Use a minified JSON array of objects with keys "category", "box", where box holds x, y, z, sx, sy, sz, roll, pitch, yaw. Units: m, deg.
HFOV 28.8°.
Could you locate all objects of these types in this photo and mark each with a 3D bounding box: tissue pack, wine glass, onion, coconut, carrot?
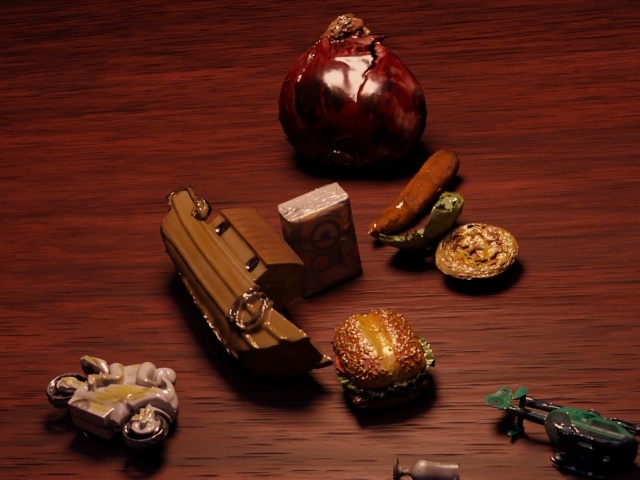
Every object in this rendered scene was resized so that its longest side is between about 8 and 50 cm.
[{"category":"tissue pack","box":[0.000,0.000,1.914,0.109,0.148,0.060,-22,34,-17]},{"category":"wine glass","box":[0.132,0.290,1.550,0.083,0.042,0.039,1,65,13]},{"category":"onion","box":[0.060,-0.239,2.185,0.281,0.221,0.281,-10,72,32]},{"category":"coconut","box":[0.170,-0.026,1.953,0.158,0.055,0.133,-32,7,-19]},{"category":"carrot","box":[0.155,-0.072,2.062,0.059,0.059,0.248,17,46,35]}]

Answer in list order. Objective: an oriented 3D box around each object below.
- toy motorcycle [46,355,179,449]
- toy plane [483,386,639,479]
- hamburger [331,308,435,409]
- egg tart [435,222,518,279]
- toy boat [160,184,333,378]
[{"category":"toy motorcycle","box":[-0.273,0.217,1.740,0.229,0.074,0.151,18,41,38]},{"category":"toy plane","box":[0.311,0.234,1.569,0.235,0.060,0.096,15,34,28]},{"category":"hamburger","box":[0.084,0.154,1.720,0.137,0.087,0.166,-14,34,-5]},{"category":"egg tart","box":[0.237,0.027,1.901,0.129,0.049,0.128,-7,40,6]},{"category":"toy boat","box":[-0.108,0.060,1.871,0.162,0.136,0.445,-40,40,0]}]
